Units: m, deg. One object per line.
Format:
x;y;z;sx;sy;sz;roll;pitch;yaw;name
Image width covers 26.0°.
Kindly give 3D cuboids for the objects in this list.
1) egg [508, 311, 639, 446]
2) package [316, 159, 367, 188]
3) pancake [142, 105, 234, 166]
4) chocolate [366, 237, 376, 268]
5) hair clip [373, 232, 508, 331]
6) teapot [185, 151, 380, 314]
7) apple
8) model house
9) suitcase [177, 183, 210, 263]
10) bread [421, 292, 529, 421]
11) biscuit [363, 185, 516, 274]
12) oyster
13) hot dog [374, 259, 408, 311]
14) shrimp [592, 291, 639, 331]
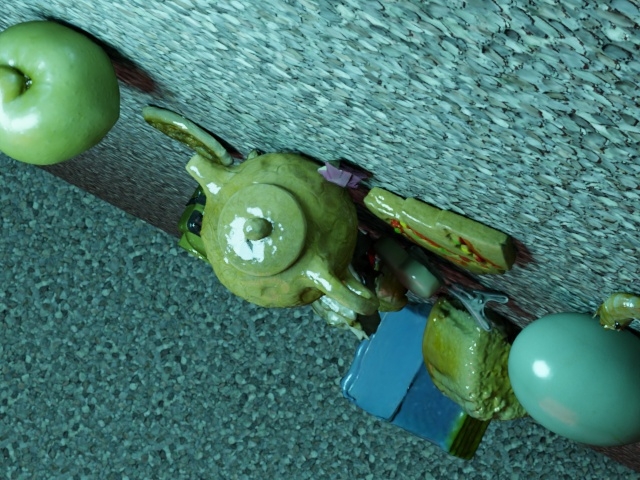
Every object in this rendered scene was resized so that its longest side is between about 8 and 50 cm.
0.361;0.187;1.853;0.231;0.168;0.168;24;173;-7;egg
0.027;-0.084;1.731;0.059;0.029;0.083;22;173;-5;package
-0.196;-0.153;2.062;0.158;0.028;0.158;30;174;4;pancake
0.040;0.025;2.249;0.028;0.086;0.182;-3;-166;-33;chocolate
0.172;0.060;2.094;0.218;0.071;0.159;33;174;-8;hair clip
-0.052;-0.005;1.785;0.311;0.203;0.167;42;-169;13;teapot
-0.350;-0.190;1.783;0.200;0.200;0.200;27;173;4;apple
0.236;0.276;2.700;0.303;0.237;0.215;29;175;-25;model house
-0.142;-0.016;2.368;0.194;0.143;0.235;29;173;-10;suitcase
0.273;0.212;2.418;0.262;0.162;0.204;48;174;-30;bread
0.166;-0.001;1.761;0.212;0.041;0.238;33;172;-24;biscuit
0.000;0.006;1.999;0.337;0.133;0.198;60;-175;-40;oyster
0.119;0.075;2.295;0.073;0.084;0.242;27;172;0;hot dog
0.382;0.090;1.665;0.095;0.045;0.162;7;169;-4;shrimp
